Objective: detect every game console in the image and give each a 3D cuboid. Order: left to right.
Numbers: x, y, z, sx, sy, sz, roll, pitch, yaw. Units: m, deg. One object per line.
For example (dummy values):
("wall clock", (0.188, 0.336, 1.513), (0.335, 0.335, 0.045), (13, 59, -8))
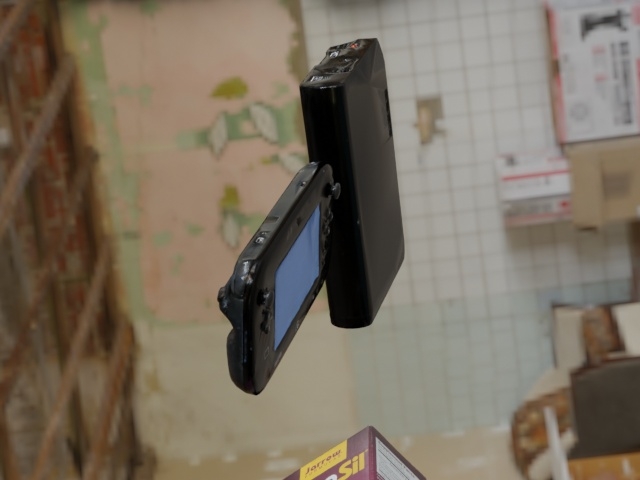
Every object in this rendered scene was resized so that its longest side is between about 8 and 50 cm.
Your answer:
("game console", (0.000, 0.000, 1.127), (0.361, 0.044, 0.213), (-58, -35, -58))

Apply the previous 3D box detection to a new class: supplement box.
("supplement box", (0.027, 0.252, 1.192), (0.081, 0.104, 0.188), (47, -160, -22))
